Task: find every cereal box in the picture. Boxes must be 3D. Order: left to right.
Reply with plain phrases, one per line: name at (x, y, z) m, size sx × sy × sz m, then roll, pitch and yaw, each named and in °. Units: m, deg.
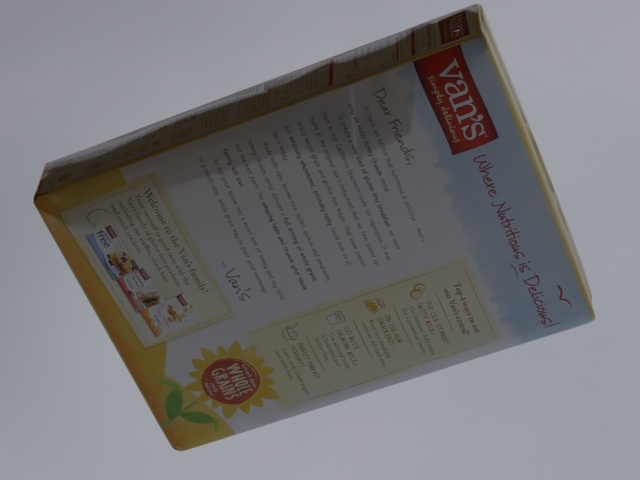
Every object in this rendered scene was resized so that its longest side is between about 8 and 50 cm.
cereal box at (0.000, 0.000, 0.851) m, size 0.240 × 0.173 × 0.047 m, roll -19°, pitch -153°, yaw 12°
